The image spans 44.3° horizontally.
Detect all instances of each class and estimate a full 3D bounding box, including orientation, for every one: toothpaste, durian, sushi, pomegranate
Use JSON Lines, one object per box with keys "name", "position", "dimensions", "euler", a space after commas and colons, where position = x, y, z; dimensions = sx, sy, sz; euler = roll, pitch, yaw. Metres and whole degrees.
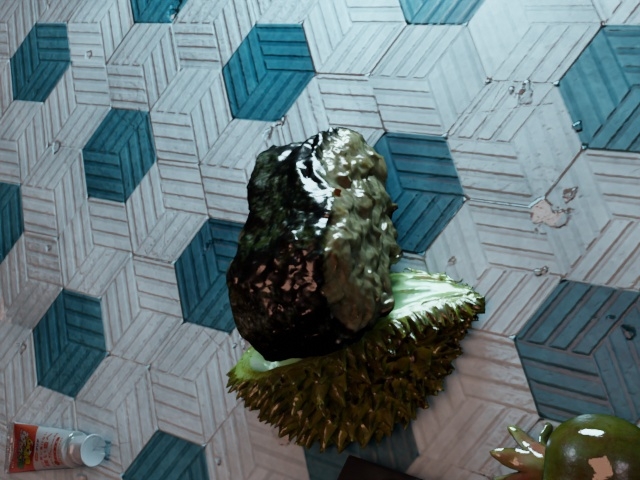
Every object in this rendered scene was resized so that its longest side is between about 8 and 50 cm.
{"name": "toothpaste", "position": [-0.455, 0.349, 1.317], "dimensions": [0.234, 0.057, 0.089], "euler": [-9, 72, 36]}
{"name": "durian", "position": [0.048, 0.165, 1.072], "dimensions": [0.394, 0.163, 0.198], "euler": [-28, 25, 15]}
{"name": "sushi", "position": [0.000, 0.000, 1.027], "dimensions": [0.170, 0.211, 0.350], "euler": [-13, 34, 21]}
{"name": "pomegranate", "position": [0.289, 0.267, 0.876], "dimensions": [0.191, 0.131, 0.152], "euler": [-5, 78, 52]}

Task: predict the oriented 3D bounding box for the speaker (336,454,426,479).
{"name": "speaker", "position": [0.119, 0.338, 0.976], "dimensions": [0.218, 0.044, 0.082], "euler": [11, 55, 32]}
